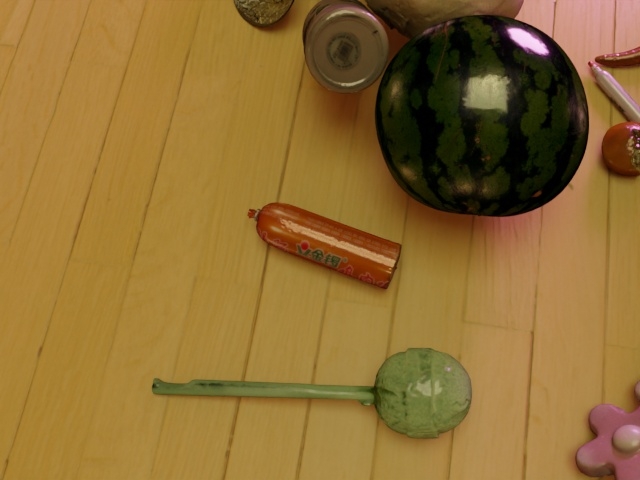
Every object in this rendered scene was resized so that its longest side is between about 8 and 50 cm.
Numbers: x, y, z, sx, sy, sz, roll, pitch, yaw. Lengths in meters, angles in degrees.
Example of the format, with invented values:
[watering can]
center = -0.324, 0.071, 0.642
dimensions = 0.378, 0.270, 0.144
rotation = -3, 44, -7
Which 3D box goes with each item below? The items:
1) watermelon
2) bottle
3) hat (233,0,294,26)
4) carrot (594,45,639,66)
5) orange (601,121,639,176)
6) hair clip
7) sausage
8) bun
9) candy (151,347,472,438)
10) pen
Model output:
[watermelon]
center = 0.213, -0.165, 0.962
dimensions = 0.285, 0.285, 0.285
rotation = -1, 70, 3
[bottle]
center = 0.031, -0.305, 1.058
dimensions = 0.121, 0.253, 0.120
rotation = -1, 114, -2
[hat]
center = -0.076, -0.437, 1.200
dimensions = 0.146, 0.067, 0.145
rotation = 6, 101, 35
[carrot]
center = 0.516, -0.301, 1.132
dimensions = 0.142, 0.035, 0.035
rotation = -12, 70, 3
[orange]
center = 0.466, -0.142, 1.060
dimensions = 0.086, 0.062, 0.086
rotation = -2, 68, 5
[hair clip]
center = 0.445, 0.224, 0.907
dimensions = 0.257, 0.075, 0.146
rotation = -35, 34, -13
[sausage]
center = 0.000, 0.000, 1.028
dimensions = 0.234, 0.071, 0.071
rotation = 20, 72, 10
[bun]
center = 0.168, -0.377, 1.075
dimensions = 0.287, 0.287, 0.146
rotation = 27, 113, 12
[candy]
center = -0.019, 0.207, 0.950
dimensions = 0.440, 0.119, 0.119
rotation = -2, 70, 10
[pen]
center = 0.489, -0.202, 1.100
dimensions = 0.026, 0.026, 0.218
rotation = -30, 71, -8
